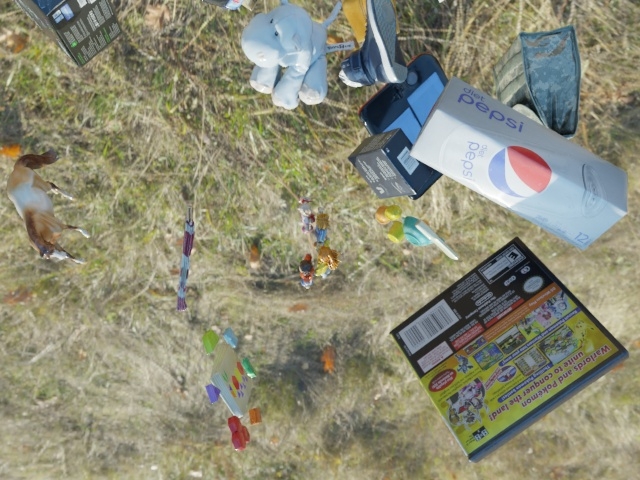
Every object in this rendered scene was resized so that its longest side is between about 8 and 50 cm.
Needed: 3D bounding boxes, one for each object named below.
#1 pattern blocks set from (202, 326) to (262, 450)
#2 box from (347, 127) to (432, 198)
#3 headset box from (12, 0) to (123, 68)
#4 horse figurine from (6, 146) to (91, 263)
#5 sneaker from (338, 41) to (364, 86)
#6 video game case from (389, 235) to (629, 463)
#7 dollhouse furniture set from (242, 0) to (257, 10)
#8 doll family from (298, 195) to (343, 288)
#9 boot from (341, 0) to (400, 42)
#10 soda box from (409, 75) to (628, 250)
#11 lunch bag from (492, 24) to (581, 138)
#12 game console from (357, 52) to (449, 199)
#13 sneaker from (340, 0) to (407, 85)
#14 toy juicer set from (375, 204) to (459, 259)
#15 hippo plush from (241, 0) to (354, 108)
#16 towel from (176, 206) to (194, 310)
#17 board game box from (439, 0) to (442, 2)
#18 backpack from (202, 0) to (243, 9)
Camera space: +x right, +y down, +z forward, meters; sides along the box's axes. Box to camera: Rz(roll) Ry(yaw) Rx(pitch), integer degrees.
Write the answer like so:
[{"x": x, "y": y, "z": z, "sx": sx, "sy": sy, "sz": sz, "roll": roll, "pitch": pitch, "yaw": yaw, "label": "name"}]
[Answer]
[{"x": -0.230, "y": 0.361, "z": 1.432, "sx": 0.026, "sy": 0.325, "sz": 0.286, "roll": -25, "pitch": 94, "yaw": 7, "label": "pattern blocks set"}, {"x": 0.183, "y": -0.201, "z": 1.472, "sx": 0.156, "sy": 0.158, "sz": 0.093, "roll": 49, "pitch": 66, "yaw": -21, "label": "box"}, {"x": -0.553, "y": -0.523, "z": 1.082, "sx": 0.283, "sy": 0.246, "sz": 0.131, "roll": 46, "pitch": 79, "yaw": -4, "label": "headset box"}, {"x": -0.503, "y": -0.062, "z": 1.014, "sx": 0.066, "sy": 0.263, "sz": 0.174, "roll": -28, "pitch": 164, "yaw": 7, "label": "horse figurine"}, {"x": 0.158, "y": -0.622, "z": 1.861, "sx": 0.094, "sy": 0.153, "sz": 0.235, "roll": 32, "pitch": 161, "yaw": -11, "label": "sneaker"}, {"x": 0.279, "y": 0.164, "z": 0.876, "sx": 0.274, "sy": 0.248, "sz": 0.035, "roll": -39, "pitch": 140, "yaw": 9, "label": "video game case"}, {"x": -0.143, "y": -0.670, "z": 1.247, "sx": 0.212, "sy": 0.161, "sz": 0.242, "roll": 32, "pitch": 97, "yaw": -9, "label": "dollhouse furniture set"}, {"x": 0.000, "y": 0.000, "z": 1.514, "sx": 0.118, "sy": 0.263, "sz": 0.163, "roll": -2, "pitch": 162, "yaw": 0, "label": "doll family"}, {"x": 0.184, "y": -0.680, "z": 1.531, "sx": 0.295, "sy": 0.104, "sz": 0.211, "roll": -7, "pitch": 119, "yaw": 45, "label": "boot"}, {"x": 0.278, "y": -0.108, "z": 0.778, "sx": 0.286, "sy": 0.098, "sz": 0.091, "roll": 30, "pitch": 139, "yaw": 2, "label": "soda box"}, {"x": 0.568, "y": -0.370, "z": 1.452, "sx": 0.168, "sy": 0.235, "sz": 0.287, "roll": -8, "pitch": 88, "yaw": 2, "label": "lunch bag"}, {"x": 0.332, "y": -0.379, "z": 1.839, "sx": 0.342, "sy": 0.060, "sz": 0.387, "roll": -46, "pitch": 118, "yaw": -16, "label": "game console"}, {"x": 0.111, "y": -0.490, "z": 1.358, "sx": 0.086, "sy": 0.163, "sz": 0.226, "roll": -34, "pitch": 118, "yaw": -36, "label": "sneaker"}, {"x": 0.323, "y": -0.056, "z": 1.900, "sx": 0.089, "sy": 0.329, "sz": 0.209, "roll": -51, "pitch": 124, "yaw": -13, "label": "toy juicer set"}, {"x": -0.065, "y": -0.463, "z": 1.371, "sx": 0.294, "sy": 0.236, "sz": 0.235, "roll": -18, "pitch": 91, "yaw": 10, "label": "hippo plush"}, {"x": -0.481, "y": 0.062, "z": 1.983, "sx": 0.037, "sy": 0.237, "sz": 0.329, "roll": 6, "pitch": 104, "yaw": -15, "label": "towel"}, {"x": 0.318, "y": -0.631, "z": 1.270, "sx": 0.154, "sy": 0.026, "sz": 0.104, "roll": -30, "pitch": 98, "yaw": -8, "label": "board game box"}, {"x": -0.187, "y": -0.522, "z": 0.977, "sx": 0.116, "sy": 0.173, "sz": 0.158, "roll": 4, "pitch": 139, "yaw": -45, "label": "backpack"}]
